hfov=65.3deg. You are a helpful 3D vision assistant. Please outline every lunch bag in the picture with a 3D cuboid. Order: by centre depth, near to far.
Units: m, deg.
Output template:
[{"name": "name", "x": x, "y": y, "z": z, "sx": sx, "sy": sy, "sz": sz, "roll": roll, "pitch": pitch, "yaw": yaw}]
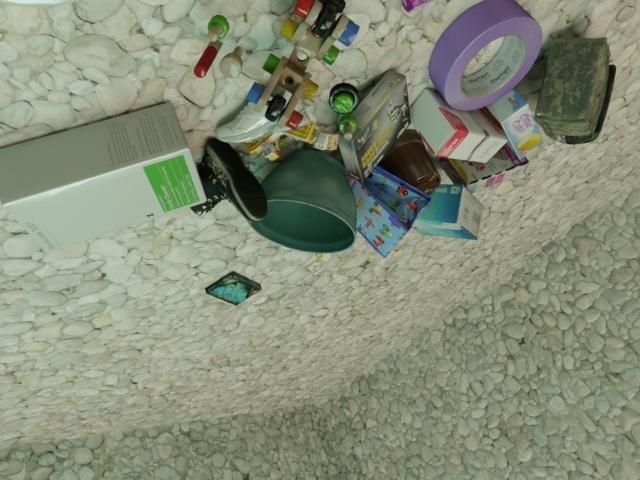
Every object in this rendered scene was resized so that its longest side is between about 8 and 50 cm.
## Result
[{"name": "lunch bag", "x": 0.135, "y": -0.116, "z": 1.453, "sx": 0.138, "sy": 0.293, "sz": 0.221, "roll": -51, "pitch": 175, "yaw": -24}, {"name": "lunch bag", "x": 0.747, "y": -0.420, "z": 1.453, "sx": 0.287, "sy": 0.168, "sz": 0.236, "roll": 6, "pitch": 98, "yaw": -56}]

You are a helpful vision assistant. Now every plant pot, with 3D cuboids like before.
[{"name": "plant pot", "x": -0.032, "y": -0.114, "z": 1.335, "sx": 0.292, "sy": 0.196, "sz": 0.293, "roll": 11, "pitch": 156, "yaw": 5}, {"name": "plant pot", "x": 0.266, "y": -0.213, "z": 1.495, "sx": 0.166, "sy": 0.165, "sz": 0.167, "roll": -19, "pitch": 151, "yaw": -11}]

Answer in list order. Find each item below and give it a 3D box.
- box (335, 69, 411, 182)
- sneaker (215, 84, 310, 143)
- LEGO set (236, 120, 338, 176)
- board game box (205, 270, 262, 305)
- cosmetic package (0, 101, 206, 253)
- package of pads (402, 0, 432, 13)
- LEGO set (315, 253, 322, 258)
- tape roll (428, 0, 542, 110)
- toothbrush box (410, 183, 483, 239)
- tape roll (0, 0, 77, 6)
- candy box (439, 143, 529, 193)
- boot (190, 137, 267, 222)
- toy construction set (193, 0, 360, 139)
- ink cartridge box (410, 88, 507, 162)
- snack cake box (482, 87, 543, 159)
[{"name": "box", "x": 0.143, "y": -0.290, "z": 1.286, "sx": 0.231, "sy": 0.056, "sz": 0.183, "roll": -51, "pitch": 154, "yaw": -14}, {"name": "sneaker", "x": -0.141, "y": -0.292, "z": 1.150, "sx": 0.232, "sy": 0.115, "sz": 0.090, "roll": -12, "pitch": -170, "yaw": 16}, {"name": "LEGO set", "x": -0.073, "y": -0.235, "z": 1.234, "sx": 0.286, "sy": 0.132, "sz": 0.107, "roll": -14, "pitch": 163, "yaw": 26}, {"name": "board game box", "x": -0.311, "y": 0.176, "z": 1.809, "sx": 0.126, "sy": 0.026, "sz": 0.186, "roll": -32, "pitch": 150, "yaw": 13}, {"name": "cosmetic package", "x": -0.456, "y": -0.135, "z": 1.076, "sx": 0.365, "sy": 0.155, "sz": 0.197, "roll": -21, "pitch": 151, "yaw": -11}, {"name": "package of pads", "x": 0.218, "y": -0.534, "z": 1.081, "sx": 0.083, "sy": 0.032, "sz": 0.050, "roll": -26, "pitch": 148, "yaw": 1}, {"name": "LEGO set", "x": 0.000, "y": 0.000, "z": 1.701, "sx": 0.086, "sy": 0.093, "sz": 0.227, "roll": -23, "pitch": 151, "yaw": -5}, {"name": "tape roll", "x": 0.421, "y": -0.469, "z": 1.283, "sx": 0.274, "sy": 0.090, "sz": 0.275, "roll": -20, "pitch": 150, "yaw": -12}, {"name": "toothbrush box", "x": 0.347, "y": -0.097, "z": 1.625, "sx": 0.295, "sy": 0.126, "sz": 0.216, "roll": 9, "pitch": 172, "yaw": 35}, {"name": "tape roll", "x": -0.401, "y": -0.494, "z": 0.629, "sx": 0.391, "sy": 0.072, "sz": 0.392, "roll": -20, "pitch": 150, "yaw": -12}, {"name": "candy box", "x": 0.534, "y": -0.255, "z": 1.642, "sx": 0.233, "sy": 0.159, "sz": 0.071, "roll": -21, "pitch": 149, "yaw": -9}, {"name": "boot", "x": -0.237, "y": -0.107, "z": 1.222, "sx": 0.085, "sy": 0.236, "sz": 0.178, "roll": -16, "pitch": 157, "yaw": -51}, {"name": "toy construction set", "x": -0.066, "y": -0.377, "z": 0.968, "sx": 0.308, "sy": 0.237, "sz": 0.258, "roll": 7, "pitch": 134, "yaw": -1}, {"name": "ink cartridge box", "x": 0.385, "y": -0.319, "z": 1.410, "sx": 0.237, "sy": 0.172, "sz": 0.100, "roll": -1, "pitch": 142, "yaw": -37}, {"name": "snack cake box", "x": 0.564, "y": -0.367, "z": 1.492, "sx": 0.089, "sy": 0.152, "sz": 0.264, "roll": -36, "pitch": 149, "yaw": 19}]
